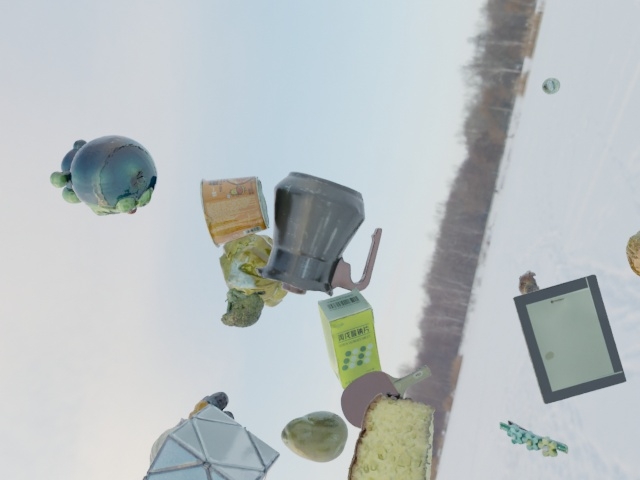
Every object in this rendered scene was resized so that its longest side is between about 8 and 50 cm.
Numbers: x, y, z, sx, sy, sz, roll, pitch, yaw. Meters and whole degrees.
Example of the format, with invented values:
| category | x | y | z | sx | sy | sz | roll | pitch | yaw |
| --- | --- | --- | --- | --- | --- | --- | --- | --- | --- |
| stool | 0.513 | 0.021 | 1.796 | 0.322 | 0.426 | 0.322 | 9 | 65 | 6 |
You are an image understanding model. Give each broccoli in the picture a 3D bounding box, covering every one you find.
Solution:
| category | x | y | z | sx | sy | sz | roll | pitch | yaw |
| --- | --- | --- | --- | --- | --- | --- | --- | --- | --- |
| broccoli | -0.227 | 0.194 | 1.747 | 0.130 | 0.120 | 0.131 | -29 | -17 | -40 |

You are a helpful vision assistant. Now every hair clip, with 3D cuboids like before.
| category | x | y | z | sx | sy | sz | roll | pitch | yaw |
| --- | --- | --- | --- | --- | --- | --- | --- | --- | --- |
| hair clip | 0.470 | 0.445 | 1.348 | 0.049 | 0.173 | 0.049 | -3 | -85 | -31 |

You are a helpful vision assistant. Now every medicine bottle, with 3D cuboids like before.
| category | x | y | z | sx | sy | sz | roll | pitch | yaw |
| --- | --- | --- | --- | --- | --- | --- | --- | --- | --- |
| medicine bottle | 0.090 | 0.289 | 1.790 | 0.141 | 0.137 | 0.250 | -125 | 22 | -64 |

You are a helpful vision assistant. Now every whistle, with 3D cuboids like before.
| category | x | y | z | sx | sy | sz | roll | pitch | yaw |
| --- | --- | --- | --- | --- | --- | --- | --- | --- | --- |
| whistle | 0.467 | -0.313 | 1.222 | 0.100 | 0.035 | 0.035 | -30 | -49 | -64 |

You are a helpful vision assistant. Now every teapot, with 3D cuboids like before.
| category | x | y | z | sx | sy | sz | roll | pitch | yaw |
| --- | --- | --- | --- | --- | --- | --- | --- | --- | --- |
| teapot | 0.000 | 0.000 | 1.901 | 0.305 | 0.376 | 0.362 | -154 | 81 | -80 |

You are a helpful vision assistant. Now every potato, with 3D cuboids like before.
| category | x | y | z | sx | sy | sz | roll | pitch | yaw |
| --- | --- | --- | --- | --- | --- | --- | --- | --- | --- |
| potato | -0.021 | 0.587 | 1.814 | 0.157 | 0.194 | 0.157 | -35 | 48 | 51 |

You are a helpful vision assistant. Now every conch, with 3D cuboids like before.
| category | x | y | z | sx | sy | sz | roll | pitch | yaw |
| --- | --- | --- | --- | --- | --- | --- | --- | --- | --- |
| conch | 0.836 | 0.173 | 2.436 | 0.233 | 0.080 | 0.086 | -81 | -6 | -56 |

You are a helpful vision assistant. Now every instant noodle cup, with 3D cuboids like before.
| category | x | y | z | sx | sy | sz | roll | pitch | yaw |
| --- | --- | --- | --- | --- | --- | --- | --- | --- | --- |
| instant noodle cup | -0.254 | -0.099 | 1.824 | 0.216 | 0.172 | 0.216 | -12 | -90 | -89 |

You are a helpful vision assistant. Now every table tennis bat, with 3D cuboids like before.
| category | x | y | z | sx | sy | sz | roll | pitch | yaw |
| --- | --- | --- | --- | --- | --- | --- | --- | --- | --- |
| table tennis bat | 0.169 | 0.386 | 1.532 | 0.138 | 0.246 | 0.022 | 60 | 172 | 35 |

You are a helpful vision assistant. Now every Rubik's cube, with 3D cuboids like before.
| category | x | y | z | sx | sy | sz | roll | pitch | yaw |
| --- | --- | --- | --- | --- | --- | --- | --- | --- | --- |
| Rubik's cube | -0.240 | 0.507 | 1.274 | 0.205 | 0.205 | 0.207 | -60 | -13 | 9 |

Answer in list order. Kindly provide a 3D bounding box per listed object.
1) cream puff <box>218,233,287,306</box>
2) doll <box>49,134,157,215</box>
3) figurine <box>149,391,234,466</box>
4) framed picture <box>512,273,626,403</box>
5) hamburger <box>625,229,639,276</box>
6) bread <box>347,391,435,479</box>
| category | x | y | z | sx | sy | sz | roll | pitch | yaw |
| --- | --- | --- | --- | --- | --- | --- | --- | --- | --- |
| cream puff | -0.244 | 0.118 | 2.566 | 0.378 | 0.275 | 0.378 | 51 | -154 | -37 |
| doll | -0.525 | -0.162 | 1.470 | 0.198 | 0.322 | 0.186 | -34 | -55 | -45 |
| figurine | -0.337 | 0.541 | 1.607 | 0.332 | 0.204 | 0.185 | -125 | 18 | -78 |
| framed picture | 0.760 | 0.301 | 1.841 | 0.016 | 0.265 | 0.347 | -19 | -88 | -88 |
| hamburger | 0.785 | 0.048 | 1.453 | 0.176 | 0.102 | 0.087 | 41 | -127 | -24 |
| bread | 0.119 | 0.387 | 0.991 | 0.260 | 0.129 | 0.134 | -66 | -24 | -54 |
